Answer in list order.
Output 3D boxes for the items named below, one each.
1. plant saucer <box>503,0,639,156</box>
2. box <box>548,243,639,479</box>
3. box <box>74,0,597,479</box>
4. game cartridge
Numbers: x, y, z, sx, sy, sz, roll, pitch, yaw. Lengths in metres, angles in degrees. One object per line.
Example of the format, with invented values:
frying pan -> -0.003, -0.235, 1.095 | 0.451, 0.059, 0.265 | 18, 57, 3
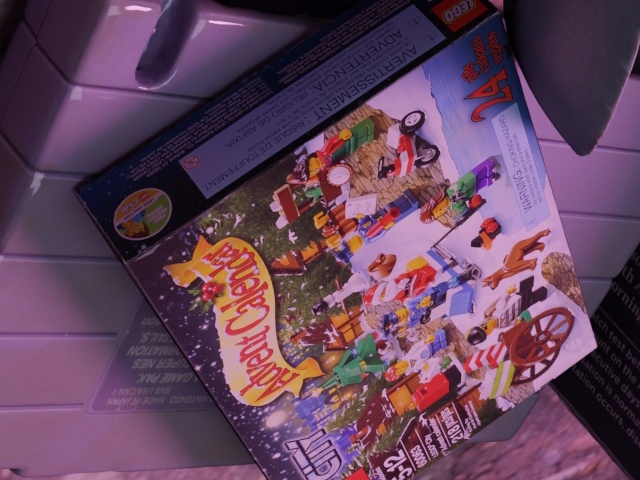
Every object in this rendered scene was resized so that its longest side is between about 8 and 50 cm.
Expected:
plant saucer -> 0.094, -0.129, 0.625 | 0.037, 0.195, 0.195 | 9, 130, -1
box -> 0.337, -0.033, 0.865 | 0.293, 0.212, 0.395 | -8, 134, -34
box -> 0.020, 0.016, 0.697 | 0.159, 0.044, 0.233 | -35, 142, -6
game cartridge -> 0.000, 0.000, 0.748 | 0.355, 0.068, 0.230 | 4, 130, -42
